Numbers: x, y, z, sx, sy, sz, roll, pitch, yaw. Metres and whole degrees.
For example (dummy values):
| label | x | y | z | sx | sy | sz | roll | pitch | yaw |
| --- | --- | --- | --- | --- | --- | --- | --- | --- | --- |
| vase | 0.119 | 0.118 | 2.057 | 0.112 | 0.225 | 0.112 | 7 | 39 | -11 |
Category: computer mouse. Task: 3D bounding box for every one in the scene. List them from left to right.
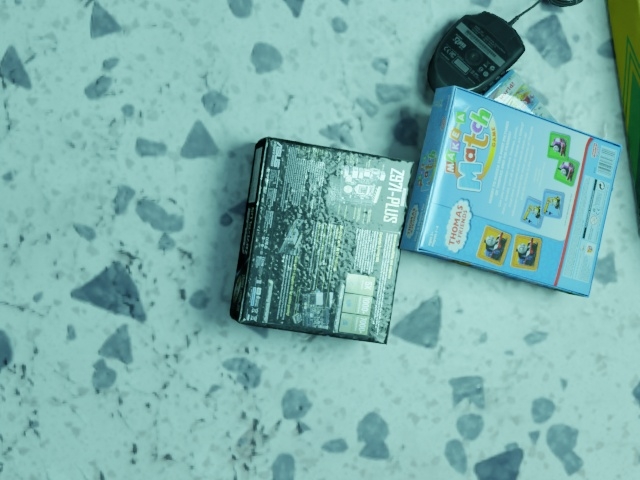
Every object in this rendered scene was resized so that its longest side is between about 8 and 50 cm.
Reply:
| label | x | y | z | sx | sy | sz | roll | pitch | yaw |
| --- | --- | --- | --- | --- | --- | --- | --- | --- | --- |
| computer mouse | 0.200 | -0.225 | 1.195 | 0.242 | 0.041 | 0.071 | -41 | 81 | -13 |

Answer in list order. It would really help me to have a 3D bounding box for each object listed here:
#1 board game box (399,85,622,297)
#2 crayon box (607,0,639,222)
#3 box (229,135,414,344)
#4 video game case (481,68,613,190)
| label | x | y | z | sx | sy | sz | roll | pitch | yaw |
| --- | --- | --- | --- | --- | --- | --- | --- | --- | --- |
| board game box | 0.190 | -0.044 | 1.144 | 0.211 | 0.039 | 0.160 | 15 | 86 | -28 |
| crayon box | 0.414 | -0.173 | 1.210 | 0.202 | 0.081 | 0.319 | -10 | 92 | -10 |
| box | 0.000 | 0.000 | 1.132 | 0.147 | 0.077 | 0.180 | 8 | 89 | -11 |
| video game case | 0.207 | -0.075 | 1.204 | 0.119 | 0.015 | 0.166 | -43 | 98 | -7 |
